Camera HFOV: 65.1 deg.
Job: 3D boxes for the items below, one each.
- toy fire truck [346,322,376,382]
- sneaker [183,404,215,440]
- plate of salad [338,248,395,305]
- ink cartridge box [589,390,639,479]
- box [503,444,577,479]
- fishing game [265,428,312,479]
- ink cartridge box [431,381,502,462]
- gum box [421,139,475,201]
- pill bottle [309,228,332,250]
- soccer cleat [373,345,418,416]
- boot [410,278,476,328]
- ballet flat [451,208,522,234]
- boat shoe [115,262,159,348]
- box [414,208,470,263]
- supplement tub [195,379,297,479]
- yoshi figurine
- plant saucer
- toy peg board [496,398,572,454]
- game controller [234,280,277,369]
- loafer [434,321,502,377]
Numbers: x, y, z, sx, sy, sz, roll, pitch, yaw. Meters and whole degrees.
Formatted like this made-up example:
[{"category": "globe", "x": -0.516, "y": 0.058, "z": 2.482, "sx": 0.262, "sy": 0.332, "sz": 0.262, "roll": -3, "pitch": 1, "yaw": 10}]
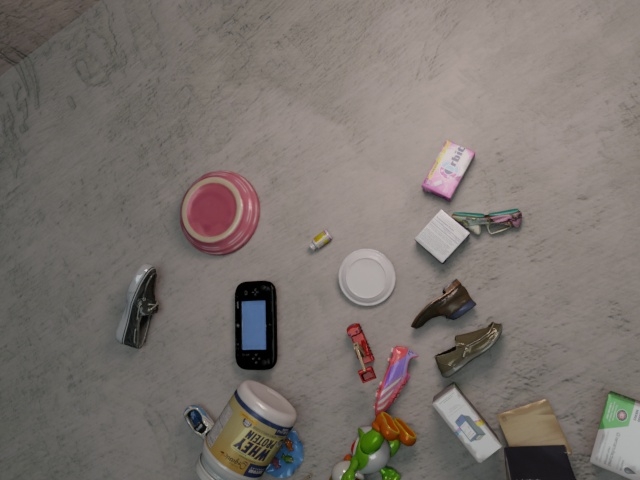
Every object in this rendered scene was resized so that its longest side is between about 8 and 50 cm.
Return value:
[{"category": "toy fire truck", "x": 0.135, "y": 0.370, "z": 1.670, "sx": 0.047, "sy": 0.135, "sz": 0.192, "roll": -25, "pitch": 77, "yaw": 11}, {"category": "sneaker", "x": -0.405, "y": 0.689, "z": 1.802, "sx": 0.237, "sy": 0.086, "sz": 0.085, "roll": 39, "pitch": 92, "yaw": 15}, {"category": "plate of salad", "x": 0.161, "y": 0.127, "z": 1.742, "sx": 0.200, "sy": 0.048, "sz": 0.199, "roll": 1, "pitch": 93, "yaw": 14}, {"category": "ink cartridge box", "x": 0.936, "y": 0.575, "z": 1.395, "sx": 0.289, "sy": 0.121, "sz": 0.211, "roll": 15, "pitch": 86, "yaw": 33}, {"category": "box", "x": 0.617, "y": 0.773, "z": 1.356, "sx": 0.183, "sy": 0.294, "sz": 0.296, "roll": -8, "pitch": 106, "yaw": 15}, {"category": "fishing game", "x": -0.146, "y": 0.737, "z": 1.749, "sx": 0.189, "sy": 0.041, "sz": 0.264, "roll": -34, "pitch": 76, "yaw": 11}, {"category": "ink cartridge box", "x": 0.449, "y": 0.557, "z": 1.549, "sx": 0.093, "sy": 0.154, "sz": 0.212, "roll": -39, "pitch": 74, "yaw": 6}, {"category": "gum box", "x": 0.433, "y": -0.232, "z": 1.706, "sx": 0.107, "sy": 0.062, "sz": 0.188, "roll": 29, "pitch": 91, "yaw": 17}, {"category": "pill bottle", "x": 0.000, "y": 0.000, "z": 1.804, "sx": 0.083, "sy": 0.043, "sz": 0.043, "roll": -37, "pitch": 75, "yaw": 8}, {"category": "soccer cleat", "x": 0.245, "y": 0.473, "z": 1.658, "sx": 0.095, "sy": 0.083, "sz": 0.248, "roll": 17, "pitch": 85, "yaw": 12}, {"category": "boot", "x": 0.404, "y": 0.236, "z": 1.643, "sx": 0.219, "sy": 0.082, "sz": 0.106, "roll": -45, "pitch": 71, "yaw": 4}, {"category": "ballet flat", "x": 0.548, "y": -0.059, "z": 1.653, "sx": 0.222, "sy": 0.077, "sz": 0.079, "roll": -3, "pitch": 101, "yaw": 15}, {"category": "boat shoe", "x": -0.678, "y": 0.255, "z": 1.931, "sx": 0.119, "sy": 0.121, "sz": 0.335, "roll": 20, "pitch": 99, "yaw": 9}, {"category": "box", "x": 0.408, "y": -0.012, "z": 1.679, "sx": 0.126, "sy": 0.072, "sz": 0.137, "roll": 43, "pitch": 96, "yaw": 17}, {"category": "supplement tub", "x": -0.249, "y": 0.655, "z": 1.665, "sx": 0.228, "sy": 0.228, "sz": 0.316, "roll": 32, "pitch": 89, "yaw": 17}, {"category": "yoshi figurine", "x": 0.151, "y": 0.739, "z": 1.591, "sx": 0.203, "sy": 0.203, "sz": 0.362, "roll": 40, "pitch": 97, "yaw": 10}, {"category": "plant saucer", "x": -0.397, "y": -0.111, "z": 1.908, "sx": 0.332, "sy": 0.084, "sz": 0.332, "roll": -2, "pitch": 82, "yaw": 14}, {"category": "toy peg board", "x": 0.653, "y": 0.594, "z": 1.540, "sx": 0.161, "sy": 0.079, "sz": 0.160, "roll": -23, "pitch": 62, "yaw": 11}, {"category": "game controller", "x": -0.235, "y": 0.306, "z": 1.816, "sx": 0.167, "sy": 0.067, "sz": 0.319, "roll": -4, "pitch": 81, "yaw": 15}, {"category": "loafer", "x": 0.470, "y": 0.336, "z": 1.604, "sx": 0.251, "sy": 0.094, "sz": 0.087, "roll": -41, "pitch": 79, "yaw": 7}]
